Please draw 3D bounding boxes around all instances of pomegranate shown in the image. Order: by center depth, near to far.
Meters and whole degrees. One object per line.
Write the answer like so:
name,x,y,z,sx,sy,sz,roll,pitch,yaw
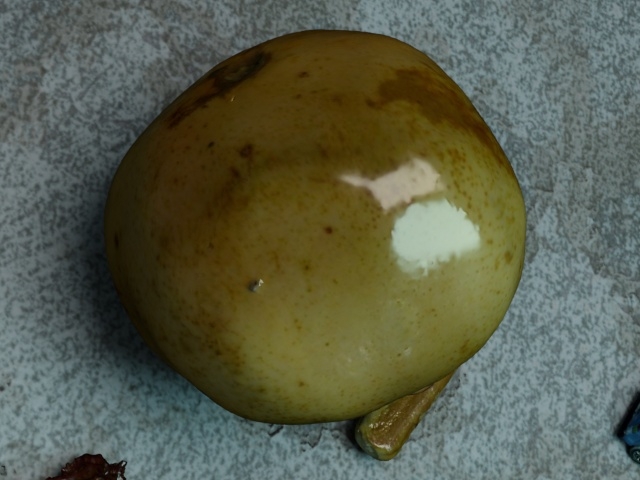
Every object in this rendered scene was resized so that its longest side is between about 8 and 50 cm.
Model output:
pomegranate,0.000,0.000,1.785,0.416,0.416,0.417,12,67,-29

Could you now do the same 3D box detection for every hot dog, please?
hot dog,0.101,0.152,2.005,0.066,0.047,0.216,37,56,0

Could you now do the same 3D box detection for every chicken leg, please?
chicken leg,-0.254,0.278,1.729,0.089,0.048,0.219,50,54,-5

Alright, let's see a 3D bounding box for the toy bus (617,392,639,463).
toy bus,0.448,0.251,2.159,0.184,0.106,0.090,45,53,-12
